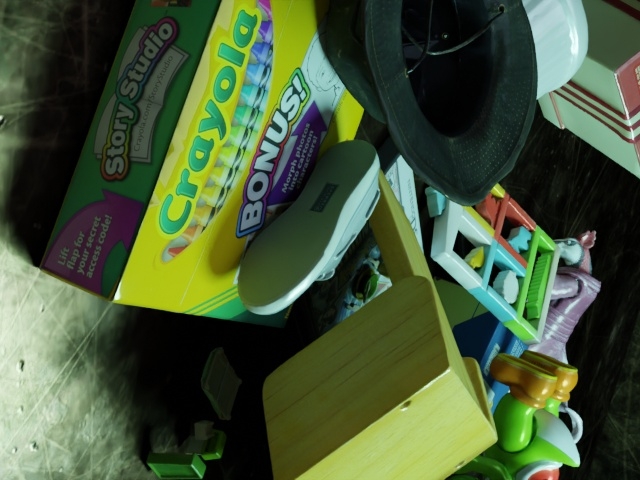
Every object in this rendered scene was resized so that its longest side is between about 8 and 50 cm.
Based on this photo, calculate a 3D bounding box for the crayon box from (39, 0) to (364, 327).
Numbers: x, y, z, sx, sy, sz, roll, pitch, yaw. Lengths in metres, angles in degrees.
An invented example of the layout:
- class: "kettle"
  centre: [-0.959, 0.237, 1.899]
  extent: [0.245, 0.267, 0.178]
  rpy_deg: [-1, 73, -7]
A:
- class: "crayon box"
  centre: [-0.085, -0.107, 1.154]
  extent: [0.313, 0.106, 0.362]
  rpy_deg: [16, 94, -63]

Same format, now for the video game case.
- class: "video game case"
  centre: [0.054, 0.034, 1.587]
  extent: [0.275, 0.035, 0.248]
  rpy_deg: [-52, 149, -31]

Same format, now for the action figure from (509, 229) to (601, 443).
- class: "action figure"
  centre: [0.404, 0.148, 2.081]
  extent: [0.248, 0.276, 0.370]
  rpy_deg: [10, 114, -57]

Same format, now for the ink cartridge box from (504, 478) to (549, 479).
- class: "ink cartridge box"
  centre: [0.220, 0.444, 1.593]
  extent: [0.270, 0.396, 0.151]
  rpy_deg: [-123, -145, -76]

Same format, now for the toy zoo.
- class: "toy zoo"
  centre: [0.262, 0.005, 1.797]
  extent: [0.293, 0.030, 0.192]
  rpy_deg: [42, 50, -28]

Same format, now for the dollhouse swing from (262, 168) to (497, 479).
- class: "dollhouse swing"
  centre: [0.038, 0.133, 1.407]
  extent: [0.315, 0.305, 0.347]
  rpy_deg: [-36, 154, 1]

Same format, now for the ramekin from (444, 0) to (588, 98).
- class: "ramekin"
  centre: [0.167, -0.253, 1.364]
  extent: [0.127, 0.273, 0.273]
  rpy_deg: [-46, 146, -20]

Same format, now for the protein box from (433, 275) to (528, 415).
- class: "protein box"
  centre: [0.229, 0.200, 1.913]
  extent: [0.199, 0.136, 0.201]
  rpy_deg: [-63, 152, -14]

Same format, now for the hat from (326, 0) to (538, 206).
- class: "hat"
  centre: [0.088, -0.193, 1.156]
  extent: [0.331, 0.134, 0.331]
  rpy_deg: [3, 87, -55]

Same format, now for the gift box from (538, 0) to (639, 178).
- class: "gift box"
  centre: [0.441, -0.277, 1.620]
  extent: [0.276, 0.258, 0.255]
  rpy_deg: [-35, 135, -10]

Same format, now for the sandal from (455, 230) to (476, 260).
- class: "sandal"
  centre: [0.233, 0.028, 1.903]
  extent: [0.067, 0.040, 0.179]
  rpy_deg: [-55, 146, -38]

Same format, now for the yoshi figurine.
- class: "yoshi figurine"
  centre: [0.265, 0.347, 1.819]
  extent: [0.203, 0.204, 0.362]
  rpy_deg: [-121, -135, -79]

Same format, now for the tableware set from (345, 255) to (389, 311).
- class: "tableware set"
  centre: [0.064, 0.100, 1.586]
  extent: [0.104, 0.024, 0.154]
  rpy_deg: [29, 83, -63]

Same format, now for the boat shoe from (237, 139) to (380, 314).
- class: "boat shoe"
  centre: [-0.001, -0.001, 1.177]
  extent: [0.227, 0.079, 0.081]
  rpy_deg: [-55, 145, -29]

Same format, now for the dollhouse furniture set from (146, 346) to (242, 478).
- class: "dollhouse furniture set"
  centre: [-0.145, 0.203, 1.349]
  extent: [0.076, 0.059, 0.151]
  rpy_deg: [63, 33, -46]
